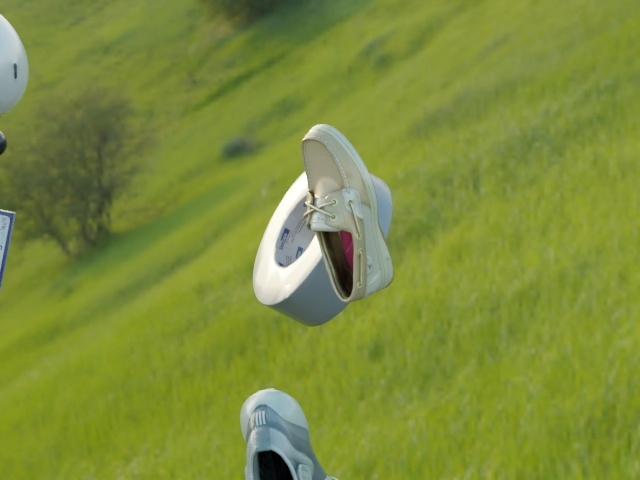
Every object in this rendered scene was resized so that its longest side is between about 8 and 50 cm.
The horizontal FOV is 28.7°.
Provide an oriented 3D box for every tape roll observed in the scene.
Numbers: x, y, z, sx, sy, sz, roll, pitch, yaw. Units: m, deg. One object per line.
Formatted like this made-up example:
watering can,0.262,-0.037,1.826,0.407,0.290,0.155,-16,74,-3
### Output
tape roll,0.000,0.000,1.639,0.072,0.219,0.219,27,7,-23

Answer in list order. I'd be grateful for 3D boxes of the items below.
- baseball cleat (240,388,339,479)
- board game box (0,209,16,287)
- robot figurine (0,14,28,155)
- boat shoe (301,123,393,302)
baseball cleat,-0.022,0.217,1.024,0.072,0.206,0.109,-16,38,13
board game box,-0.506,0.047,1.717,0.136,0.201,0.035,12,1,-22
robot figurine,-0.502,-0.193,1.588,0.278,0.209,0.173,-29,39,19
boat shoe,0.016,-0.021,1.150,0.059,0.170,0.063,-32,18,-37
